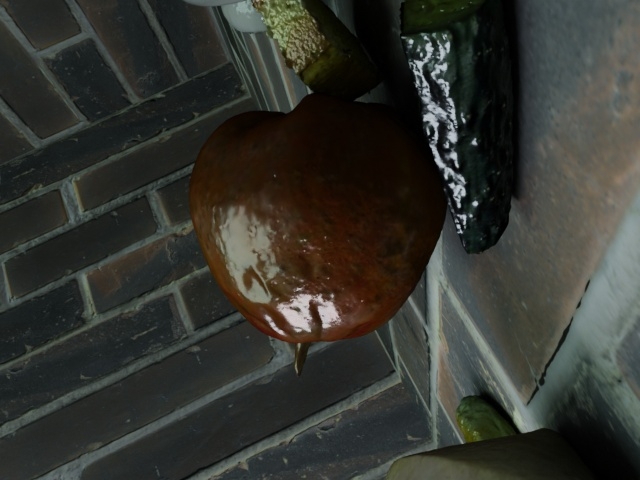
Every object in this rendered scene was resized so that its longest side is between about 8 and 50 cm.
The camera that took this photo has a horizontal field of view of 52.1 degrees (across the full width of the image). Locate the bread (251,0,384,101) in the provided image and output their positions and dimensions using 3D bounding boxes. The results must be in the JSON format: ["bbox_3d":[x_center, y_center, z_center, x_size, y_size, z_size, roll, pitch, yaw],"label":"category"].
[{"bbox_3d":[-0.001,-0.205,0.679,0.103,0.065,0.187,63,-163,11],"label":"bread"}]

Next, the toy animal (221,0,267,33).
[{"bbox_3d":[-0.087,-0.351,0.793,0.193,0.127,0.178,67,178,-47],"label":"toy animal"}]

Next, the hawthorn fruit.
[{"bbox_3d":[0.000,0.000,0.709,0.277,0.277,0.298,144,131,-86],"label":"hawthorn fruit"}]

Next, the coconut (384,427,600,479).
[{"bbox_3d":[0.181,0.327,0.631,0.329,0.329,0.329,154,90,-86],"label":"coconut"}]

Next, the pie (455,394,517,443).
[{"bbox_3d":[0.271,0.359,0.972,0.277,0.078,0.277,156,90,-85],"label":"pie"}]

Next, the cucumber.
[{"bbox_3d":[0.112,-0.081,0.458,0.211,0.062,0.078,60,-146,-44],"label":"cucumber"}]

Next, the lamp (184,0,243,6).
[{"bbox_3d":[-0.062,-0.294,0.578,0.246,0.179,0.108,-87,-18,-53],"label":"lamp"}]
